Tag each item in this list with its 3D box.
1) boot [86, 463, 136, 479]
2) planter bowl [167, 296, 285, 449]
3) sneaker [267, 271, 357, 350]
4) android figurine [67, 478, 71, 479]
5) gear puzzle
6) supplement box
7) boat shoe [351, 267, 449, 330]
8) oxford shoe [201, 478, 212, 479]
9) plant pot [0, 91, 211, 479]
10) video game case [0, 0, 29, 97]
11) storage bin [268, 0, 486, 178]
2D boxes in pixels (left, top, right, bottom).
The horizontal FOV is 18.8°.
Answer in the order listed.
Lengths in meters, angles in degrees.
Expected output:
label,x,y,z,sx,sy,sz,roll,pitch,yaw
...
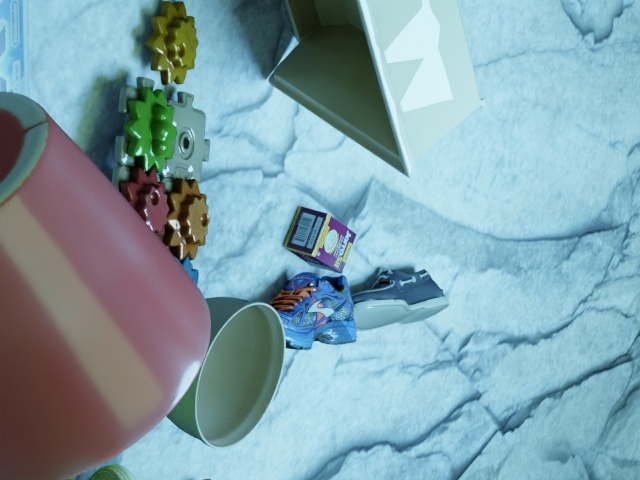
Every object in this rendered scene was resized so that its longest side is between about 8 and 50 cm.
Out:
label,x,y,z,sx,sy,sz,roll,pitch,yaw
boot,-0.282,0.302,1.898,0.213,0.077,0.165,-54,147,3
planter bowl,-0.126,0.129,2.058,0.162,0.109,0.162,-33,131,-47
sneaker,-0.030,0.080,2.242,0.221,0.083,0.087,-3,94,-64
android figurine,-0.254,0.124,1.897,0.273,0.056,0.248,-52,144,-31
gear puzzle,-0.145,-0.072,1.928,0.175,0.044,0.339,15,78,-63
supplement box,0.000,0.000,2.266,0.083,0.043,0.055,33,75,-60
boat shoe,0.085,0.070,2.450,0.206,0.075,0.065,-1,63,-53
oxford shoe,-0.162,0.368,2.170,0.076,0.076,0.212,17,78,-21
plant pot,-0.261,0.030,1.585,0.275,0.275,0.243,-53,135,-31
video game case,-0.357,-0.075,1.642,0.300,0.036,0.329,-28,128,-50
storage bin,0.023,-0.243,1.975,0.123,0.260,0.262,-40,139,-18
